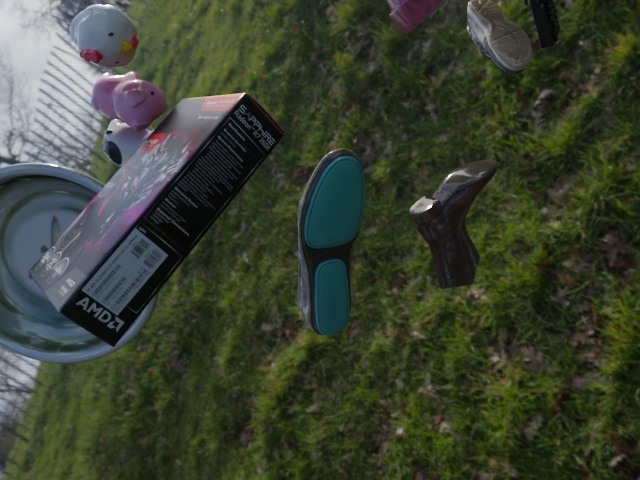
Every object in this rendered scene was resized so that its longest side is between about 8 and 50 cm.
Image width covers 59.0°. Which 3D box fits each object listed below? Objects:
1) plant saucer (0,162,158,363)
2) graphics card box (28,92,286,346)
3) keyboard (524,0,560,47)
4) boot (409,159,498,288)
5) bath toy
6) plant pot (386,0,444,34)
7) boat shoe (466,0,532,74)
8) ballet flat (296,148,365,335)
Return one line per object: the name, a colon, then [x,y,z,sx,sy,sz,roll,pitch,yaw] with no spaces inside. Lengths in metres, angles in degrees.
plant saucer: [-0.500,0.041,1.086,0.100,0.400,0.400,-91,26,-70]
graphics card box: [-0.240,-0.051,0.814,0.232,0.094,0.371,17,67,53]
keyboard: [0.262,-0.320,0.664,0.038,0.192,0.100,-3,40,39]
boot: [0.150,-0.013,0.579,0.106,0.114,0.037,-34,31,-4]
bath toy: [-0.329,-0.222,0.983,0.129,0.151,0.348,-98,2,-49]
plant pot: [0.179,-0.534,1.088,0.201,0.180,0.201,-43,12,11]
boat shoe: [0.464,-0.526,1.492,0.092,0.102,0.285,85,166,-57]
ballet flat: [0.000,0.000,0.897,0.106,0.107,0.316,-135,46,-56]
